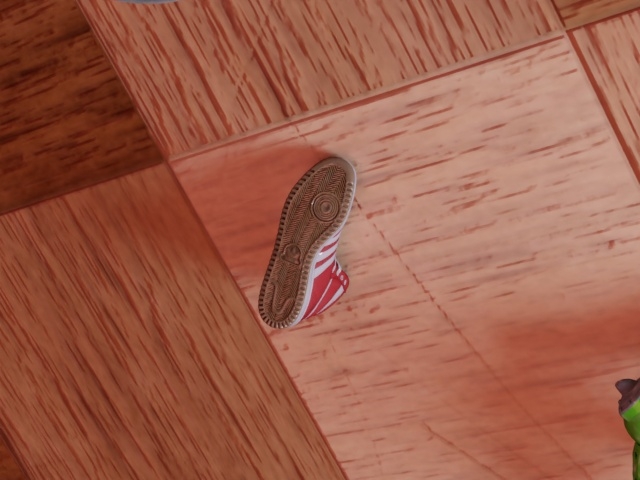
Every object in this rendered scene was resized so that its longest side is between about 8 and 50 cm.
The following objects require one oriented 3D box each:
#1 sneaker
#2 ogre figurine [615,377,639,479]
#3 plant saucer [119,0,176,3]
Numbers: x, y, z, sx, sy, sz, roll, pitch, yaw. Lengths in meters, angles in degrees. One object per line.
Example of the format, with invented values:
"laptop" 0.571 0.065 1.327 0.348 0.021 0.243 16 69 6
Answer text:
"sneaker" 0.000 0.000 1.184 0.042 0.067 0.118 27 102 20
"ogre figurine" 0.241 0.140 1.071 0.118 0.097 0.197 -4 130 24
"plant saucer" -0.132 -0.293 1.062 0.317 0.044 0.318 18 128 24
